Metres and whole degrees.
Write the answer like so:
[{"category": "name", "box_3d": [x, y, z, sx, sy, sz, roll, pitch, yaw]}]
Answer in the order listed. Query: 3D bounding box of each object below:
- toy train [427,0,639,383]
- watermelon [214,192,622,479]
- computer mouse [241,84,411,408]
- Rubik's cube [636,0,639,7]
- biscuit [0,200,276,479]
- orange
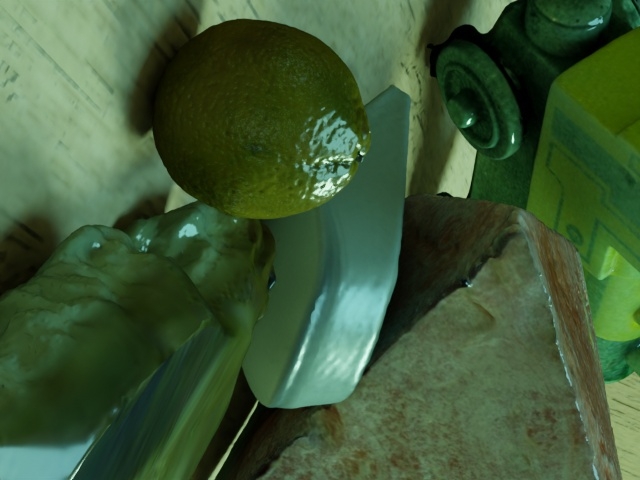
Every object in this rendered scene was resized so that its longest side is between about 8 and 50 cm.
[{"category": "toy train", "box_3d": [0.187, -0.020, 1.311, 0.150, 0.237, 0.369, -32, 153, -21]}, {"category": "watermelon", "box_3d": [0.119, 0.099, 1.116, 0.292, 0.250, 0.283, -27, -142, 57]}, {"category": "computer mouse", "box_3d": [0.000, 0.000, 1.039, 0.231, 0.079, 0.128, -78, -171, -60]}, {"category": "Rubik's cube", "box_3d": [0.239, -0.251, 1.356, 0.162, 0.163, 0.161, -38, 149, -60]}, {"category": "biscuit", "box_3d": [-0.105, 0.091, 0.777, 0.335, 0.078, 0.329, -56, 167, -33]}, {"category": "orange", "box_3d": [-0.025, -0.051, 0.806, 0.085, 0.095, 0.085, -54, 155, -40]}]
